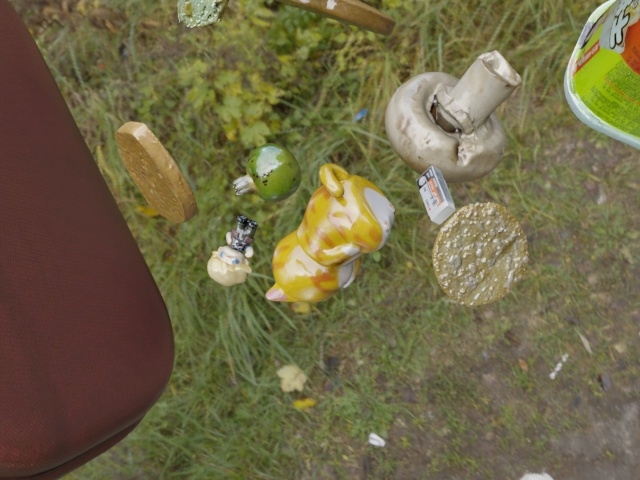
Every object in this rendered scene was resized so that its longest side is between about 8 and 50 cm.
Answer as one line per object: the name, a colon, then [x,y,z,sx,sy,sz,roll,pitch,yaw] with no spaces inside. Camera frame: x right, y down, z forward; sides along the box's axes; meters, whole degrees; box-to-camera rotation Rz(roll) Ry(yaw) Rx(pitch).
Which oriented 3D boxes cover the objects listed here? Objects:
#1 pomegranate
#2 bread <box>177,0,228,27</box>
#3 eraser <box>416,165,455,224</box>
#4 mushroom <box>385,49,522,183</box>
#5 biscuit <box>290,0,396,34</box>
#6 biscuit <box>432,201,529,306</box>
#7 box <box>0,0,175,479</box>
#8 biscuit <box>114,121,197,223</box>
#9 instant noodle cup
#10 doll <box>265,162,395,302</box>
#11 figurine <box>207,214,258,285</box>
pomegranate: [-0.161,-0.190,2.119,0.210,0.180,0.180,-30,43,-17]
bread: [-0.205,-0.499,1.370,0.269,0.087,0.098,-82,15,-48]
eraser: [0.233,-0.093,1.454,0.052,0.029,0.122,-46,39,32]
mushroom: [0.302,-0.282,1.591,0.290,0.293,0.292,125,153,-50]
biscuit: [0.007,-0.611,1.840,0.381,0.359,0.074,36,110,40]
biscuit: [0.326,0.030,1.452,0.220,0.220,0.033,-46,18,-2]
box: [-0.253,-0.028,0.486,0.108,0.263,0.404,-29,85,22]
biscuit: [-0.220,-0.087,0.966,0.142,0.220,0.029,43,69,14]
instant noodle cup: [0.571,-0.318,1.119,0.294,0.308,0.293,0,79,0]
doll: [0.019,0.002,1.290,0.269,0.162,0.166,-58,-2,25]
figurine: [-0.226,0.032,1.920,0.196,0.114,0.108,-61,12,23]
